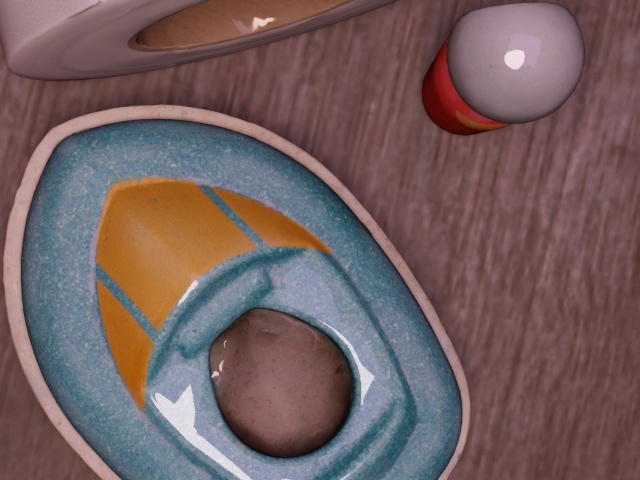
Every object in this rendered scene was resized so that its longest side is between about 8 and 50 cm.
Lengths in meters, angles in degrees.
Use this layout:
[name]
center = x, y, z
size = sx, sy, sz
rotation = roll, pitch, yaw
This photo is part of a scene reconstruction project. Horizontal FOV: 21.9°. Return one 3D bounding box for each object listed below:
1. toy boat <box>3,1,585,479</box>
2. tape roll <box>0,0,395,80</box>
[toy boat]
center = 0.000, 0.000, 0.826
size = 0.267, 0.148, 0.318
rotation = 45, 80, -4
[tape roll]
center = -0.051, -0.188, 0.785
size = 0.246, 0.246, 0.169
rotation = -16, 89, -11
